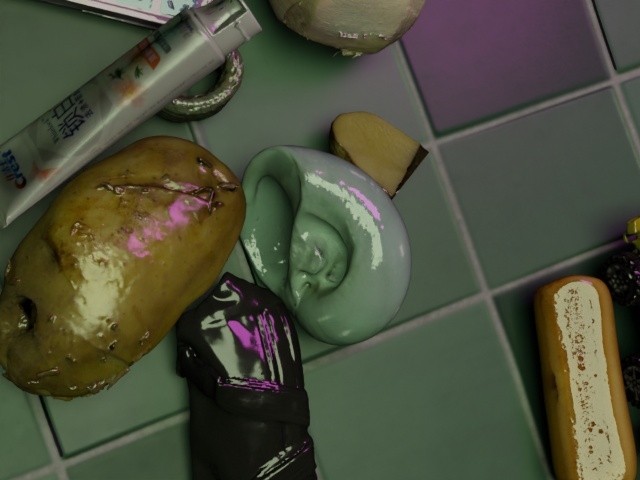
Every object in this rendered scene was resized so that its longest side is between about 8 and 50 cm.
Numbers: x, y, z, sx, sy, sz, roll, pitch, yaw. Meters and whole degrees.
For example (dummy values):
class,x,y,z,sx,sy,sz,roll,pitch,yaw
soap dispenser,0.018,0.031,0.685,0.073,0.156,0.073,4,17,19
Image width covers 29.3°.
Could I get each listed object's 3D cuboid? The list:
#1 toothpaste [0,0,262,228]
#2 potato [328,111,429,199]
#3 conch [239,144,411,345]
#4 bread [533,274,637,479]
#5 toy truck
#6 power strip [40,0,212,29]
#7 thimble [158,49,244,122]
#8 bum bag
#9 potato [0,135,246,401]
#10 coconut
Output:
class,x,y,z,sx,sy,sz,roll,pitch,yaw
toothpaste,-0.204,-0.134,1.201,0.323,0.066,0.100,-37,53,1
potato,0.049,-0.088,1.321,0.103,0.066,0.096,41,46,0
conch,0.002,0.000,1.263,0.185,0.121,0.221,-14,101,24
bread,0.293,0.158,1.368,0.093,0.074,0.239,-7,87,2
toy truck,0.406,0.105,1.378,0.136,0.111,0.286,-12,93,-30
power strip,-0.234,-0.290,1.265,0.279,0.037,0.109,12,84,-15
thimble,-0.135,-0.168,1.272,0.110,0.062,0.084,-20,89,-17
bum bag,-0.078,0.194,1.251,0.142,0.080,0.326,-9,92,-11
potato,-0.201,0.022,1.200,0.173,0.140,0.300,45,72,-14
coconut,0.016,-0.278,1.276,0.183,0.171,0.171,7,84,-19
